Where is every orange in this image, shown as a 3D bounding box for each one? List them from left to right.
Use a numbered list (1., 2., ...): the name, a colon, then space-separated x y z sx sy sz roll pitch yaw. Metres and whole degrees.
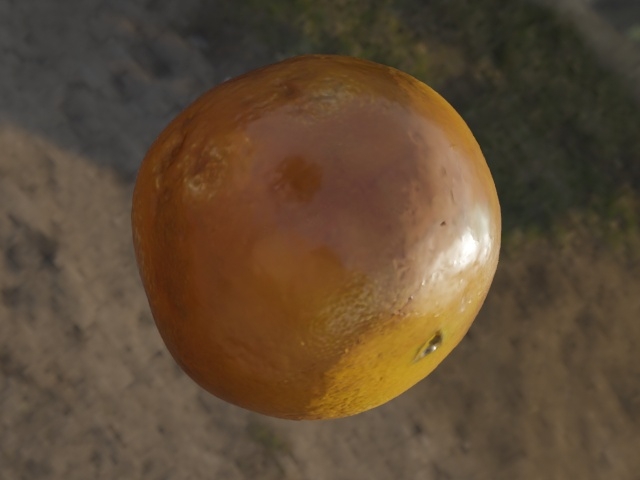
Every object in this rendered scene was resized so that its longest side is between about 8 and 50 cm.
1. orange: 0.000 0.000 1.238 0.261 0.261 0.261 32 38 -29
